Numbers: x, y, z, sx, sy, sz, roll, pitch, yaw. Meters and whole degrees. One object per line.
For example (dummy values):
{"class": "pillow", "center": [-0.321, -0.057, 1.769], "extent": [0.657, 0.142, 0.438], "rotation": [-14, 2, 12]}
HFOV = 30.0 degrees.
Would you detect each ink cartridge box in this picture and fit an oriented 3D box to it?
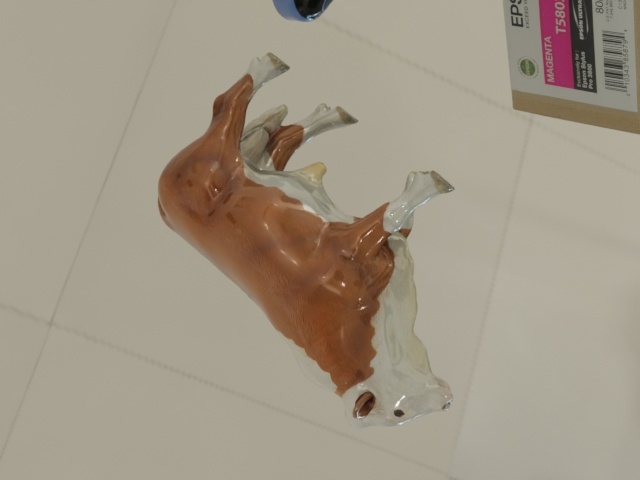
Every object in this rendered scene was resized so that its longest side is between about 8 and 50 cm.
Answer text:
{"class": "ink cartridge box", "center": [0.315, -0.256, 1.395], "extent": [0.088, 0.193, 0.235], "rotation": [-37, 129, -36]}

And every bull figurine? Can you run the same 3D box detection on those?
{"class": "bull figurine", "center": [0.000, 0.000, 0.922], "extent": [0.310, 0.101, 0.188], "rotation": [39, 95, 24]}

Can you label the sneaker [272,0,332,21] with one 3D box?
{"class": "sneaker", "center": [0.034, -0.296, 1.051], "extent": [0.081, 0.090, 0.232], "rotation": [14, 102, -48]}
